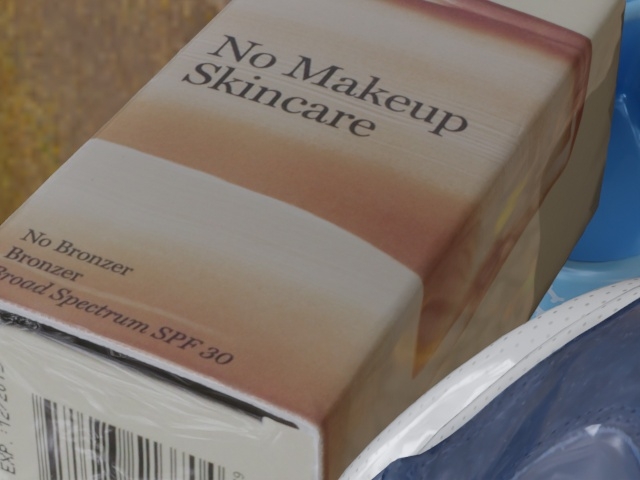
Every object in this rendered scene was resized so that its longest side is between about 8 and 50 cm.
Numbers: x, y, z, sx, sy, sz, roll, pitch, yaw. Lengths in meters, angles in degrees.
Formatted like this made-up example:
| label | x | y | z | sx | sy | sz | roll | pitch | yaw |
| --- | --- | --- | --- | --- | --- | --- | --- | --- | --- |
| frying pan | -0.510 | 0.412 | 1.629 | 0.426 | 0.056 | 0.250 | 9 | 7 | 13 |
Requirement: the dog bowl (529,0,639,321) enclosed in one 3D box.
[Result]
| label | x | y | z | sx | sy | sz | roll | pitch | yaw |
| --- | --- | --- | --- | --- | --- | --- | --- | --- | --- |
| dog bowl | 0.112 | -0.091 | 0.920 | 0.074 | 0.166 | 0.297 | 91 | 163 | -69 |

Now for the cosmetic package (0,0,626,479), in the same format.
| label | x | y | z | sx | sy | sz | roll | pitch | yaw |
| --- | --- | --- | --- | --- | --- | --- | --- | --- | --- |
| cosmetic package | 0.000 | 0.000 | 0.716 | 0.296 | 0.153 | 0.129 | -53 | -26 | -45 |

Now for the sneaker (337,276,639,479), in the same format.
| label | x | y | z | sx | sy | sz | roll | pitch | yaw |
| --- | --- | --- | --- | --- | --- | --- | --- | --- | --- |
| sneaker | 0.032 | 0.145 | 0.386 | 0.323 | 0.130 | 0.236 | -54 | 11 | 0 |
